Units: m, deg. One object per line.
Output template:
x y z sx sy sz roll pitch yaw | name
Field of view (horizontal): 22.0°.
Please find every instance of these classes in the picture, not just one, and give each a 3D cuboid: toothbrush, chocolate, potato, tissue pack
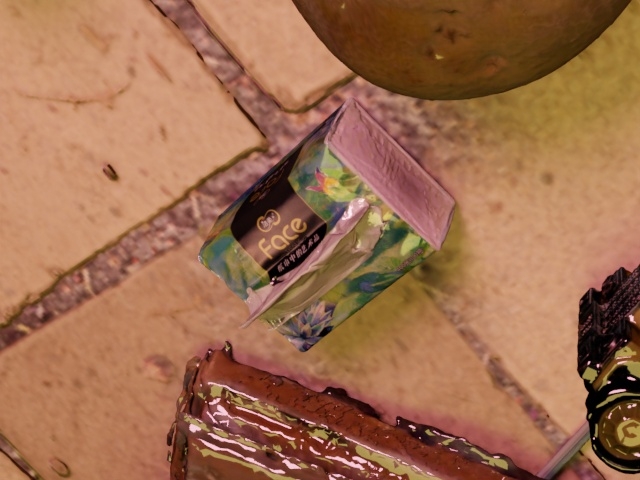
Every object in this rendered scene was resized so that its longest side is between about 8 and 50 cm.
0.128 0.142 0.958 0.014 0.011 0.167 29 126 -8 | toothbrush
0.061 0.162 0.951 0.329 0.065 0.102 21 124 9 | chocolate
0.059 -0.176 0.692 0.177 0.160 0.235 5 112 -13 | potato
0.000 0.000 0.866 0.085 0.079 0.111 43 124 -12 | tissue pack

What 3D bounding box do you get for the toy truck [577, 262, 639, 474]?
0.247 0.100 0.829 0.257 0.127 0.127 32 111 -3 | toy truck
